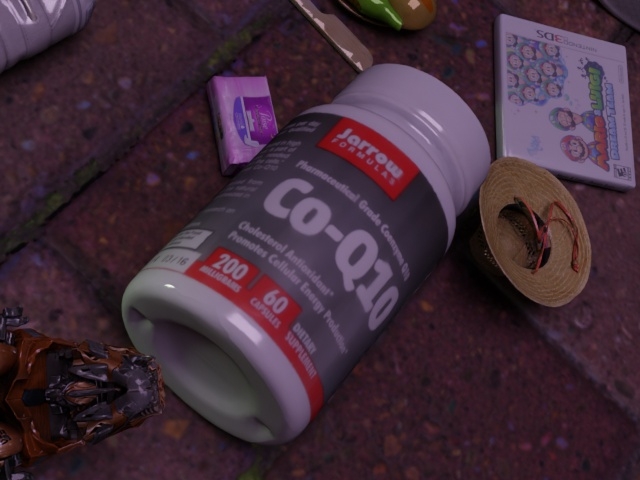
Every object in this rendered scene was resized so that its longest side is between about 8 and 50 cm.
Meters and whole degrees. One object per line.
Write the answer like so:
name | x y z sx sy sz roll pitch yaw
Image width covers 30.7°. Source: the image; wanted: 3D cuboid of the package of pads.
package of pads | -0.062 -0.096 0.962 0.050 0.032 0.083 -5 72 -24

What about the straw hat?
straw hat | 0.165 0.001 1.005 0.144 0.061 0.144 19 60 -36

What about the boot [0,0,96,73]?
boot | -0.296 -0.241 0.881 0.258 0.095 0.123 47 53 -1

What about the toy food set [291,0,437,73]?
toy food set | 0.061 -0.252 1.074 0.132 0.038 0.192 45 59 -1

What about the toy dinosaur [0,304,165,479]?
toy dinosaur | -0.264 0.112 0.710 0.322 0.218 0.164 -25 86 -2

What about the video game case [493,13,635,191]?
video game case | 0.232 -0.131 1.111 0.143 0.019 0.157 11 66 -19

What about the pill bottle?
pill bottle | 0.000 0.000 0.875 0.161 0.161 0.283 43 60 -3

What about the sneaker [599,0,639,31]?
sneaker | 0.380 -0.280 1.192 0.296 0.104 0.147 33 59 -15
